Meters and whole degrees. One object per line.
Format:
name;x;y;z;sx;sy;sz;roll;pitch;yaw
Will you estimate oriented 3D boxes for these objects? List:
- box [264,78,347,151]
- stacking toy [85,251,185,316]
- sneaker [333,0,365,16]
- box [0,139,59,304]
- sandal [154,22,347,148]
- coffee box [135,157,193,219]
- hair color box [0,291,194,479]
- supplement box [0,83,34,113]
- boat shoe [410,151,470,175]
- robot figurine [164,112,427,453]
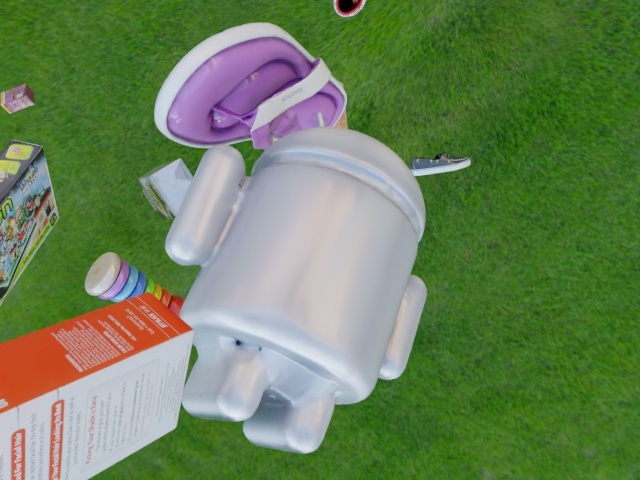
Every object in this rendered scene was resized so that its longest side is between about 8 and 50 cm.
box;-0.042;-0.253;1.543;0.215;0.168;0.345;-11;115;-8
stacking toy;-0.561;0.168;1.776;0.141;0.141;0.330;-31;135;22
sneaker;0.132;-0.688;1.439;0.090;0.145;0.270;37;123;-16
box;-0.340;0.004;0.579;0.036;0.207;0.114;12;136;-2
sandal;-0.044;-0.179;0.747;0.102;0.416;0.169;39;114;14
coffee box;-0.506;-0.167;1.896;0.119;0.297;0.168;-36;108;-20
hair color box;-0.161;0.102;0.331;0.053;0.167;0.093;32;120;27
supplement box;-0.912;-0.427;1.698;0.083;0.055;0.043;-19;151;2
boat shoe;0.269;-0.176;1.263;0.142;0.049;0.040;-11;107;-10
robot figurine;-0.011;0.027;0.584;0.300;0.353;0.200;36;151;-24
